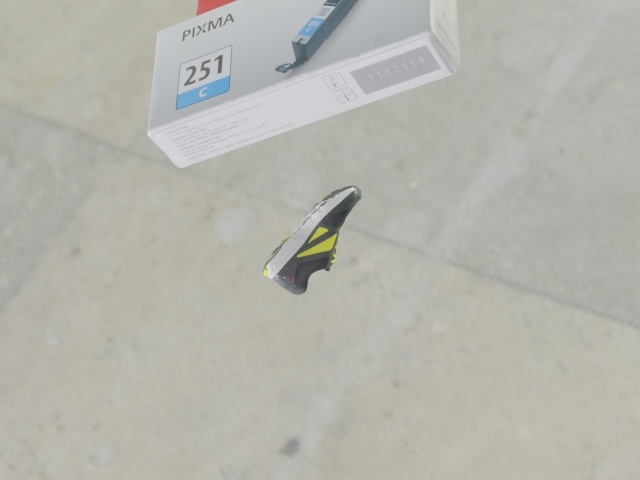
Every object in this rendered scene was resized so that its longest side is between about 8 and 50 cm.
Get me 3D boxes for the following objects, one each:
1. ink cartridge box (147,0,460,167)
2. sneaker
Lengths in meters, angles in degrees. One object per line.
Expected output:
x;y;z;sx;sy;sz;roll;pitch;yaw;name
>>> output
-0.017;-0.223;1.454;0.296;0.066;0.261;-17;48;22;ink cartridge box
0.000;0.000;0.989;0.083;0.035;0.031;-46;8;0;sneaker
